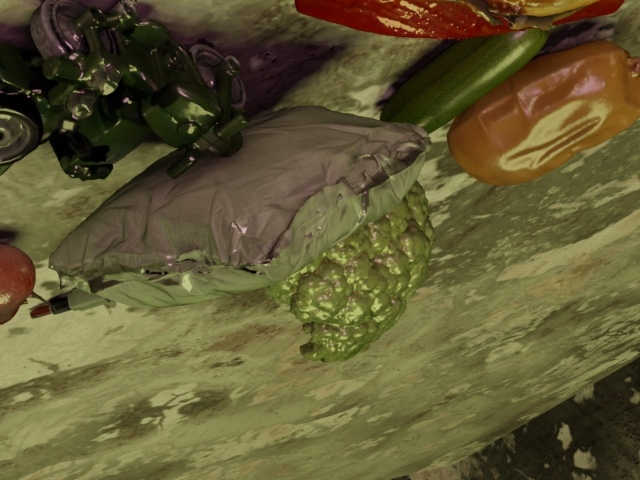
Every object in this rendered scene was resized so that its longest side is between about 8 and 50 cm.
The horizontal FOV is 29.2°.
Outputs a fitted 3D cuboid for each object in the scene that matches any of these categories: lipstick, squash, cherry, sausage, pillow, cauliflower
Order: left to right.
[{"bbox_3d":[-0.368,0.045,1.349,0.106,0.087,0.126,-31,145,21],"label":"cherry"},{"bbox_3d":[-0.324,0.081,1.572,0.107,0.025,0.025,-16,160,8],"label":"lipstick"},{"bbox_3d":[-0.064,-0.035,1.176,0.283,0.138,0.310,-2,-155,43],"label":"pillow"},{"bbox_3d":[0.000,0.000,1.475,0.250,0.275,0.272,9,-139,45],"label":"cauliflower"},{"bbox_3d":[0.153,-0.177,1.309,0.069,0.069,0.258,3,149,-47],"label":"squash"},{"bbox_3d":[0.262,-0.147,1.412,0.241,0.120,0.136,-28,170,18],"label":"sausage"}]

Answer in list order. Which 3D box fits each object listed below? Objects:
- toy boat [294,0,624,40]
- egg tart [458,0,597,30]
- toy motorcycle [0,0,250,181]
[{"bbox_3d":[0.117,-0.251,0.995,0.332,0.145,0.133,-12,135,-28],"label":"toy boat"},{"bbox_3d":[0.166,-0.291,0.880,0.279,0.095,0.279,-14,120,-25],"label":"egg tart"},{"bbox_3d":[-0.194,-0.110,1.062,0.205,0.127,0.275,-36,152,28],"label":"toy motorcycle"}]
